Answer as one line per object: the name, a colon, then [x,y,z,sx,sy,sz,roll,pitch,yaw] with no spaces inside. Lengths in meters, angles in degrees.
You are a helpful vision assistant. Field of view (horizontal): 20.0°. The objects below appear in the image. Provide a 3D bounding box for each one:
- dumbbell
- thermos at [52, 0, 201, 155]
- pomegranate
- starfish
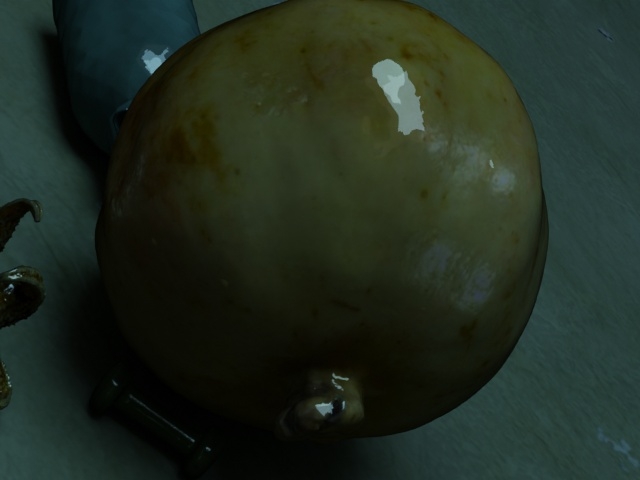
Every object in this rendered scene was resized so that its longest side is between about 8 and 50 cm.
dumbbell: [-0.136,0.150,1.516,0.118,0.046,0.052,37,35,-5]
thermos: [-0.176,-0.150,1.801,0.182,0.145,0.286,57,13,-47]
pomegranate: [0.000,0.000,1.538,0.411,0.411,0.411,27,32,-19]
starfish: [-0.276,0.048,1.385,0.146,0.190,0.074,17,6,-41]
